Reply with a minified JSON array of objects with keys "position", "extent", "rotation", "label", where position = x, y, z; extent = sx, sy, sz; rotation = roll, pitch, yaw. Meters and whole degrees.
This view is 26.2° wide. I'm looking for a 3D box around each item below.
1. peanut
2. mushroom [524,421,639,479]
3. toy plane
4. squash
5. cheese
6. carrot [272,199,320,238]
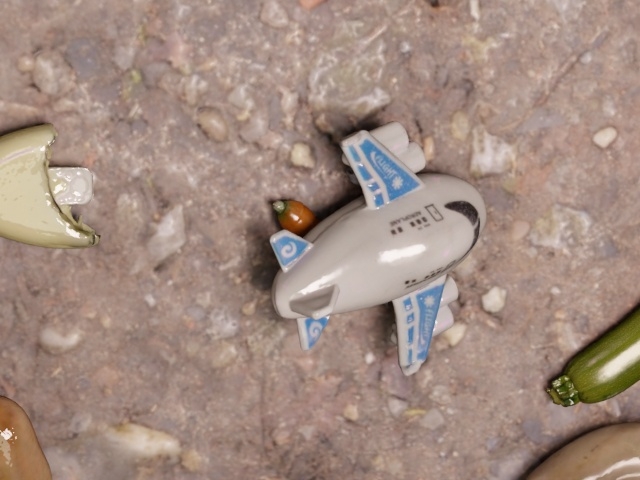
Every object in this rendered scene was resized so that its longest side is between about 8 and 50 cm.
[{"position":[-0.322,0.224,1.408],"extent":[0.076,0.076,0.152],"rotation":[-21,115,-7],"label":"peanut"},{"position":[0.344,0.349,1.486],"extent":[0.292,0.290,0.293],"rotation":[0,88,5],"label":"mushroom"},{"position":[0.062,0.011,1.397],"extent":[0.266,0.122,0.267],"rotation":[-8,105,-33],"label":"toy plane"},{"position":[0.367,0.107,1.548],"extent":[0.258,0.069,0.069],"rotation":[-42,111,1],"label":"squash"},{"position":[-0.333,-0.048,1.335],"extent":[0.235,0.050,0.127],"rotation":[-3,109,-12],"label":"cheese"},{"position":[0.000,0.000,1.444],"extent":[0.142,0.035,0.035],"rotation":[41,94,-27],"label":"carrot"}]
